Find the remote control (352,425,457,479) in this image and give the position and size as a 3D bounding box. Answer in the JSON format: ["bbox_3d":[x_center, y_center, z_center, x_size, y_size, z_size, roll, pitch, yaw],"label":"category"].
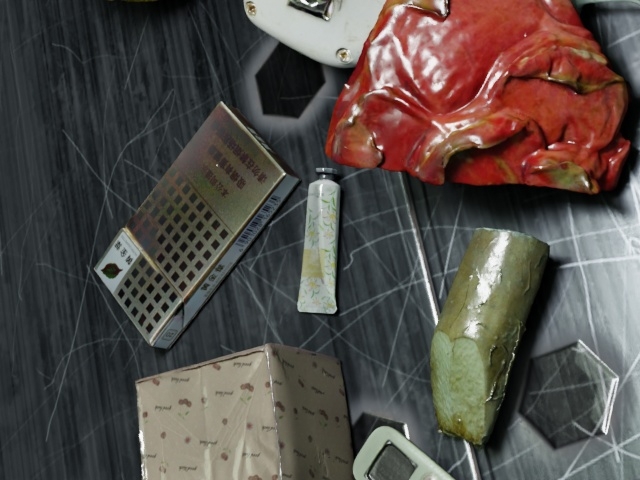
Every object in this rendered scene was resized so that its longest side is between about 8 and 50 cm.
[{"bbox_3d":[0.159,0.335,1.557,0.309,0.038,0.090,39,102,35],"label":"remote control"}]

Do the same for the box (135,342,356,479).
[{"bbox_3d":[-0.089,0.306,1.648,0.225,0.190,0.297,-18,70,29],"label":"box"}]

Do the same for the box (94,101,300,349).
[{"bbox_3d":[-0.183,-0.020,1.877,0.325,0.047,0.180,-51,56,14],"label":"box"}]

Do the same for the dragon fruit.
[{"bbox_3d":[0.193,-0.186,1.500,0.329,0.228,0.286,33,122,29],"label":"dragon fruit"}]

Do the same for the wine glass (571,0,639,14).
[{"bbox_3d":[0.314,-0.292,1.569,0.195,0.079,0.079,7,83,34],"label":"wine glass"}]

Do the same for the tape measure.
[{"bbox_3d":[0.035,-0.362,1.705,0.258,0.130,0.265,19,110,17],"label":"tape measure"}]

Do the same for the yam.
[{"bbox_3d":[0.190,0.113,1.552,0.106,0.106,0.259,18,88,37],"label":"yam"}]

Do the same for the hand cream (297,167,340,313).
[{"bbox_3d":[0.000,0.000,1.747,0.067,0.042,0.194,1,84,34],"label":"hand cream"}]
